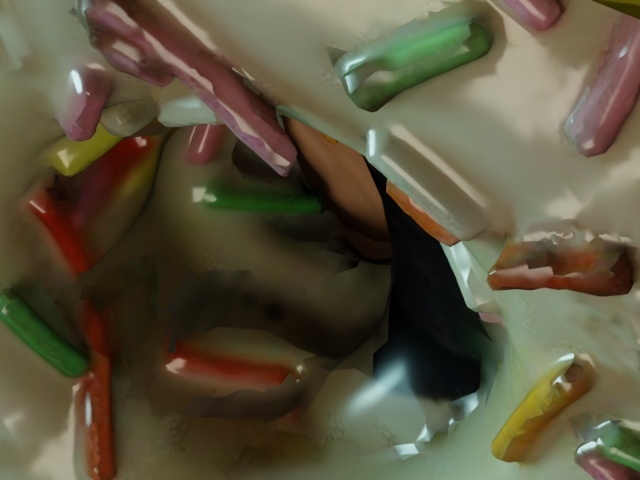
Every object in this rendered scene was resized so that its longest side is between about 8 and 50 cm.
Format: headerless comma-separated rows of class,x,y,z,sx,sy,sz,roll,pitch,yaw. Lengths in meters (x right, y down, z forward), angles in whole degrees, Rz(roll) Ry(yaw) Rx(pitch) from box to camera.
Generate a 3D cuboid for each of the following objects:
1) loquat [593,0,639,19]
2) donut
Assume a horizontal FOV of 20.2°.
loquat,0.102,-0.143,0.312,0.235,0.235,0.235,14,132,16
donut,0.000,0.000,0.543,0.382,0.142,0.382,14,133,15
